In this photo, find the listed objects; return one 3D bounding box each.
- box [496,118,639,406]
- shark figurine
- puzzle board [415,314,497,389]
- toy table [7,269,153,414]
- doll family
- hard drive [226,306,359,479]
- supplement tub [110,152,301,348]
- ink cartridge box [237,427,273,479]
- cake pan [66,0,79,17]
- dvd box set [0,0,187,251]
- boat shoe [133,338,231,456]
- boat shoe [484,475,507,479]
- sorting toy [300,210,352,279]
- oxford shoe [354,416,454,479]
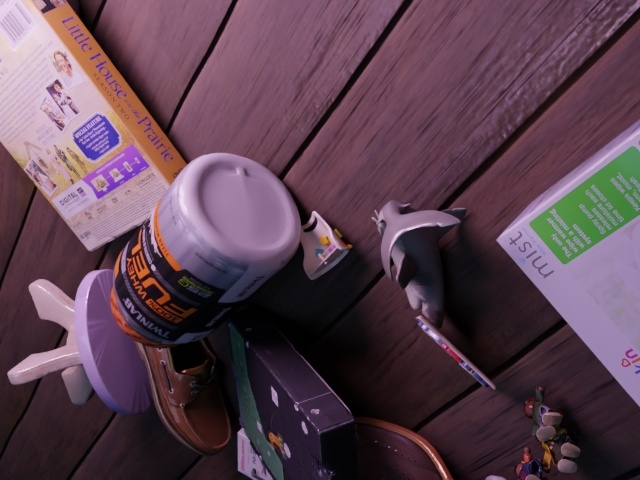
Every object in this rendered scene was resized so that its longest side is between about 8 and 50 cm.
[{"bbox_3d":[0.355,0.016,0.733,0.262,0.127,0.231,51,131,4],"label":"box"},{"bbox_3d":[0.124,-0.013,0.892,0.116,0.278,0.166,-22,65,6],"label":"shark figurine"},{"bbox_3d":[0.171,0.145,0.967,0.128,0.096,0.011,44,88,8],"label":"puzzle board"},{"bbox_3d":[-0.420,0.190,1.356,0.161,0.252,0.274,-6,98,23],"label":"toy table"},{"bbox_3d":[0.279,0.284,0.934,0.076,0.111,0.192,15,91,1],"label":"doll family"},{"bbox_3d":[-0.045,0.274,1.115,0.339,0.064,0.236,36,136,55],"label":"hard drive"},{"bbox_3d":[-0.184,0.030,1.107,0.193,0.194,0.316,51,133,5],"label":"supplement tub"},{"bbox_3d":[-0.077,0.382,1.297,0.135,0.056,0.099,20,124,28],"label":"ink cartridge box"},{"bbox_3d":[-0.498,-0.409,1.217,0.293,0.054,0.293,18,122,30],"label":"cake pan"},{"bbox_3d":[-0.416,-0.197,1.206,0.308,0.062,0.420,-23,109,43],"label":"dvd box set"},{"bbox_3d":[-0.235,0.241,1.310,0.104,0.111,0.307,-23,98,43],"label":"boat shoe"},{"bbox_3d":[0.260,0.449,1.064,0.084,0.095,0.258,4,112,2],"label":"boat shoe"},{"bbox_3d":[0.000,0.000,1.055,0.075,0.045,0.083,54,134,12],"label":"sorting toy"},{"bbox_3d":[0.112,0.361,1.035,0.364,0.133,0.129,30,111,49],"label":"oxford shoe"}]
